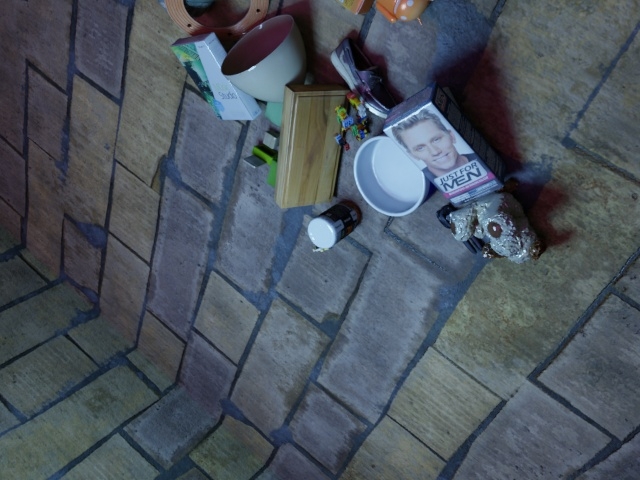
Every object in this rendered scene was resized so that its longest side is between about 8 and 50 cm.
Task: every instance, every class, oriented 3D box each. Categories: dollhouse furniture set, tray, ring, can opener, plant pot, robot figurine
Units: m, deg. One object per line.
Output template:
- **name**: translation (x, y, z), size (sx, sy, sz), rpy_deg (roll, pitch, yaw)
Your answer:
- **dollhouse furniture set**: translation (-0.155, -0.378, 2.019), size (0.197, 0.151, 0.302), rpy_deg (34, 129, 18)
- **tray**: translation (-0.033, -0.310, 1.925), size (0.076, 0.202, 0.411), rpy_deg (49, 140, 47)
- **ring**: translation (-0.337, -0.788, 1.875), size (0.336, 0.336, 0.032), rpy_deg (-38, 50, 42)
- **can opener**: translation (0.446, -0.037, 1.824), size (0.059, 0.073, 0.186), rpy_deg (-45, 85, 3)
- **plant pot**: translation (-0.155, -0.563, 1.876), size (0.284, 0.284, 0.191), rpy_deg (-4, 140, 38)
- **robot figurine**: translation (0.217, -0.700, 1.593), size (0.219, 0.128, 0.158), rpy_deg (44, 107, 10)

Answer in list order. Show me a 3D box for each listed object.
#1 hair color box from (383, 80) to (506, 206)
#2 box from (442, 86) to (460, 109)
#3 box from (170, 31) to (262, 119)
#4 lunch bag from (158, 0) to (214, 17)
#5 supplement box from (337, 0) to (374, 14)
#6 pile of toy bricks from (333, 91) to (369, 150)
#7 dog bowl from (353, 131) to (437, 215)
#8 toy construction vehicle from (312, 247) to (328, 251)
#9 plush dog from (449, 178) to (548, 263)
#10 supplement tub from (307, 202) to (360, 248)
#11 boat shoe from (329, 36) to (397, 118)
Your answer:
- **hair color box**: translation (0.357, -0.263, 1.636), size (0.347, 0.105, 0.173), rpy_deg (41, 136, -24)
- **box**: translation (0.336, -0.383, 1.686), size (0.101, 0.102, 0.087), rpy_deg (-26, 94, 41)
- **box**: translation (-0.367, -0.569, 2.030), size (0.232, 0.058, 0.322), rpy_deg (13, 143, 47)
- **lunch bag**: translation (-0.460, -0.946, 1.925), size (0.256, 0.212, 0.305), rpy_deg (-33, 90, 32)
- **supplement box**: translation (0.054, -0.770, 1.712), size (0.233, 0.078, 0.080), rpy_deg (40, 130, 13)
- **pile of toy bricks**: translation (0.081, -0.382, 1.817), size (0.105, 0.118, 0.212), rpy_deg (55, 177, 18)
- **dog bowl**: translation (0.241, -0.217, 1.825), size (0.264, 0.104, 0.265), rpy_deg (22, 128, 32)
- **toy construction vehicle**: translation (0.000, 0.000, 2.177), size (0.098, 0.035, 0.086), rpy_deg (-9, 107, 39)
- **plush dog**: translation (0.546, -0.032, 1.690), size (0.225, 0.210, 0.262), rpy_deg (53, 162, -17)
- **supplement tub**: translation (0.052, -0.058, 2.004), size (0.116, 0.190, 0.117), rpy_deg (18, 123, 30)
- **boat shoe**: translation (0.143, -0.502, 1.771), size (0.285, 0.102, 0.092), rpy_deg (53, 137, 10)
